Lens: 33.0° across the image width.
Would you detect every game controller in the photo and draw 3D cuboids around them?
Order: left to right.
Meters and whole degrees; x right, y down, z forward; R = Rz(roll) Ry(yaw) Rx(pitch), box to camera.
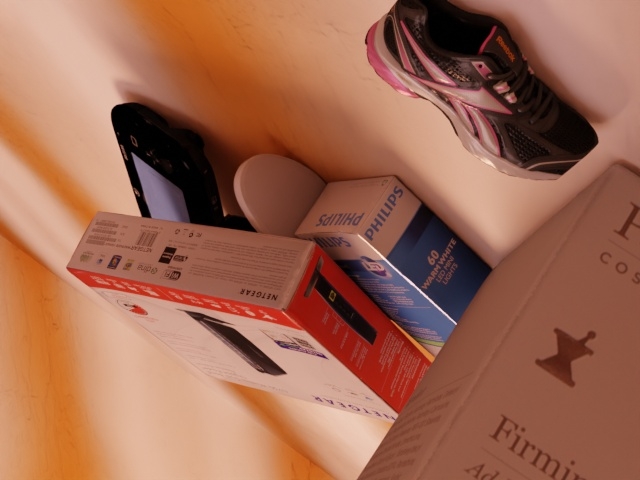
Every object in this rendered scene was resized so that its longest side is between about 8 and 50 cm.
[{"bbox_3d":[-0.183,-0.037,1.381,0.166,0.067,0.319,27,147,26],"label":"game controller"}]

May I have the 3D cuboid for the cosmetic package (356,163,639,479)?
[{"bbox_3d":[0.220,0.221,0.875,0.329,0.393,0.327,34,163,3],"label":"cosmetic package"}]

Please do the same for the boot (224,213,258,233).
[{"bbox_3d":[-0.060,0.049,1.453,0.219,0.082,0.106,36,163,16],"label":"boot"}]

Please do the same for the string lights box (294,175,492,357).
[{"bbox_3d":[0.110,0.045,1.143,0.260,0.076,0.133,42,161,-23],"label":"string lights box"}]

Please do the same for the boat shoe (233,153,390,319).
[{"bbox_3d":[0.000,0.000,1.213,0.267,0.096,0.088,33,160,-26],"label":"boat shoe"}]

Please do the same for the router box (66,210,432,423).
[{"bbox_3d":[-0.076,0.091,1.255,0.335,0.082,0.301,7,154,38],"label":"router box"}]

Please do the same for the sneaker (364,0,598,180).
[{"bbox_3d":[0.116,-0.109,0.742,0.178,0.072,0.077,30,153,-4],"label":"sneaker"}]
